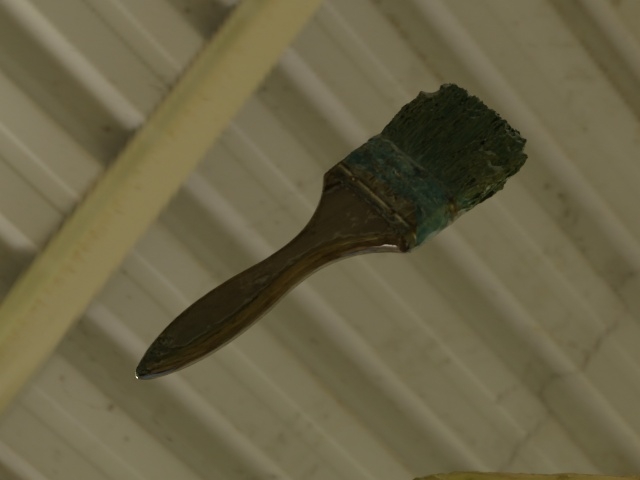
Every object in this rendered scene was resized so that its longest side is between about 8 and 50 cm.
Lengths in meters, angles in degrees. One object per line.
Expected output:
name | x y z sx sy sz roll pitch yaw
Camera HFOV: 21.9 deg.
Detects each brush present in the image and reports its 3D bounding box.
brush | 0.000 0.000 0.713 0.196 0.070 0.021 -35 -42 -13

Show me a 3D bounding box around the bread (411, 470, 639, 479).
bread | 0.181 0.143 0.639 0.264 0.163 0.168 -24 -45 -14
